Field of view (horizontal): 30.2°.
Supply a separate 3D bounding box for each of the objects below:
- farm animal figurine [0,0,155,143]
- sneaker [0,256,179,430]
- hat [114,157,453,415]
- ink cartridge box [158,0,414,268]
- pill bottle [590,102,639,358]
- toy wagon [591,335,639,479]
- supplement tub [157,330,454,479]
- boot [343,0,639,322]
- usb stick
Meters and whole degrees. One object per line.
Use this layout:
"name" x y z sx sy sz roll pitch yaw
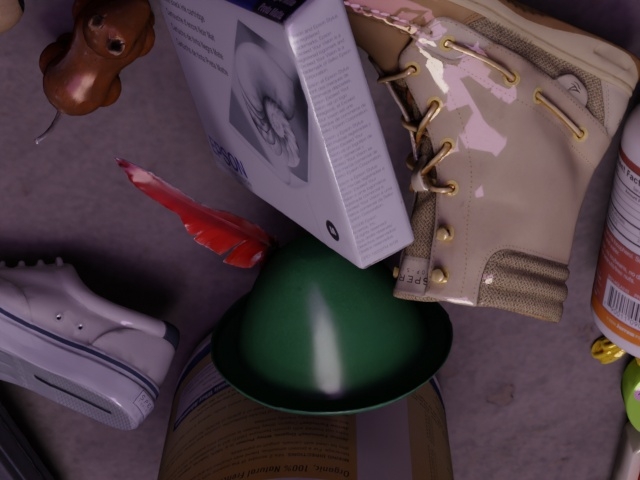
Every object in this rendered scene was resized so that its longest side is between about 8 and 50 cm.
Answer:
"farm animal figurine" -0.267 -0.177 0.722 0.326 0.172 0.330 -23 118 14
"sneaker" -0.229 0.056 0.915 0.258 0.091 0.094 25 148 8
"hat" 0.000 0.000 0.806 0.172 0.208 0.184 12 122 23
"ink cartridge box" -0.039 -0.117 0.733 0.045 0.223 0.224 -27 120 -18
"pill bottle" 0.264 -0.028 0.829 0.121 0.121 0.216 3 121 -1
"toy wagon" 0.351 0.194 0.991 0.267 0.068 0.344 -38 113 21
"supplement tub" -0.012 0.215 0.867 0.228 0.316 0.228 1 121 1
"boot" 0.070 -0.063 0.779 0.261 0.095 0.204 17 90 -19
"usb stick" -0.275 0.148 0.946 0.077 0.045 0.278 14 143 28
